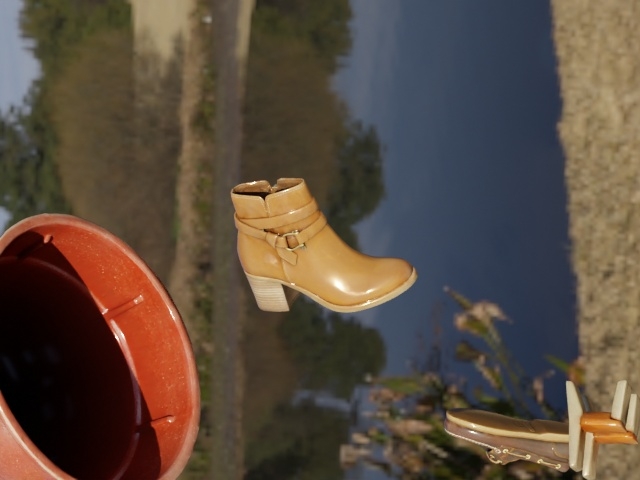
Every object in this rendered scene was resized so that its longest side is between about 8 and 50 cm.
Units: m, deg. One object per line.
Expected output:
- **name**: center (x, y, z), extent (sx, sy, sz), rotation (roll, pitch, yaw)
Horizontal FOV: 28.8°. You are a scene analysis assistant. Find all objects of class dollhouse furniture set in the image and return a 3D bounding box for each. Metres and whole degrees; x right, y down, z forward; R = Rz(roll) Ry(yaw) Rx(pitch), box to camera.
- **dollhouse furniture set**: center (0.411, 0.234, 1.326), extent (0.259, 0.262, 0.135), rotation (39, -129, -62)

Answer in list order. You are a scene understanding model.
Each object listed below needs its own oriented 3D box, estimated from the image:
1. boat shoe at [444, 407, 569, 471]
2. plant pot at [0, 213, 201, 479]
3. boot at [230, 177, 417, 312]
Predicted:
- **boat shoe**: center (0.276, 0.295, 1.818), extent (0.073, 0.207, 0.073), rotation (-108, 31, -73)
- **plant pot**: center (-0.301, 0.149, 1.181), extent (0.265, 0.272, 0.272), rotation (-25, 50, 30)
- **boot**: center (0.000, 0.000, 1.371), extent (0.073, 0.197, 0.152), rotation (-75, -25, -62)
